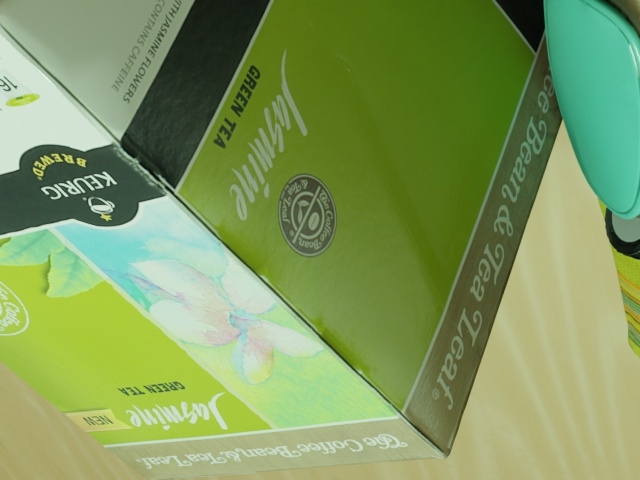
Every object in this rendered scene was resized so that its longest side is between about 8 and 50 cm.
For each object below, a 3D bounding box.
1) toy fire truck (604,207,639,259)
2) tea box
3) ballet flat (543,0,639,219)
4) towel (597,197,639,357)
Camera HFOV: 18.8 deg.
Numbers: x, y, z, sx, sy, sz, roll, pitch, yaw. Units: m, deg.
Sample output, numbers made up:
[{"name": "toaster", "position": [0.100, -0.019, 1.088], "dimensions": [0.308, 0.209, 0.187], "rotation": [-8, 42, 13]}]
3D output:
[{"name": "toy fire truck", "position": [0.260, -0.081, 0.978], "dimensions": [0.158, 0.246, 0.217], "rotation": [17, -172, -27]}, {"name": "tea box", "position": [-0.056, -0.101, 0.970], "dimensions": [0.220, 0.329, 0.323], "rotation": [-12, 134, 42]}, {"name": "ballet flat", "position": [0.157, -0.140, 0.912], "dimensions": [0.107, 0.106, 0.316], "rotation": [51, 166, 45]}, {"name": "towel", "position": [0.219, 0.027, 1.241], "dimensions": [0.102, 0.021, 0.237], "rotation": [38, 162, 37]}]
